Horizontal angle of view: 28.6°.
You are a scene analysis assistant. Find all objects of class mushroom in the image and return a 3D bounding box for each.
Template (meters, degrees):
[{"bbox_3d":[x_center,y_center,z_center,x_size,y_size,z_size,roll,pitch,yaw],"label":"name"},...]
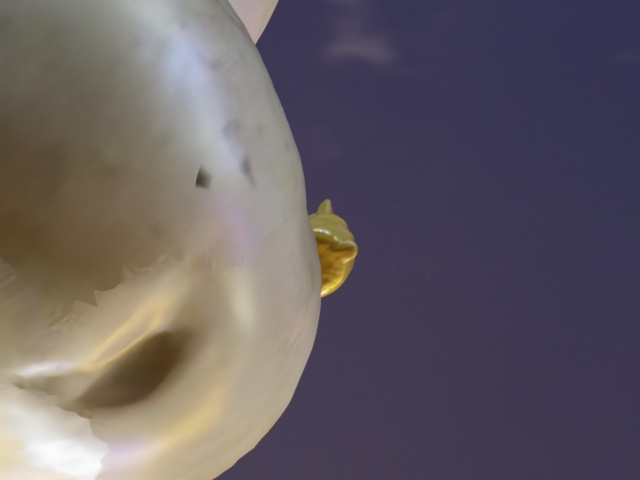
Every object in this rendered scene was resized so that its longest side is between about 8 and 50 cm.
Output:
[{"bbox_3d":[-0.144,-0.060,0.508,0.315,0.315,0.356,-4,-91,4],"label":"mushroom"}]

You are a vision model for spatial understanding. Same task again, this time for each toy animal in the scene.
[{"bbox_3d":[0.004,0.000,1.175,0.083,0.159,0.070,-24,-79,13],"label":"toy animal"}]
